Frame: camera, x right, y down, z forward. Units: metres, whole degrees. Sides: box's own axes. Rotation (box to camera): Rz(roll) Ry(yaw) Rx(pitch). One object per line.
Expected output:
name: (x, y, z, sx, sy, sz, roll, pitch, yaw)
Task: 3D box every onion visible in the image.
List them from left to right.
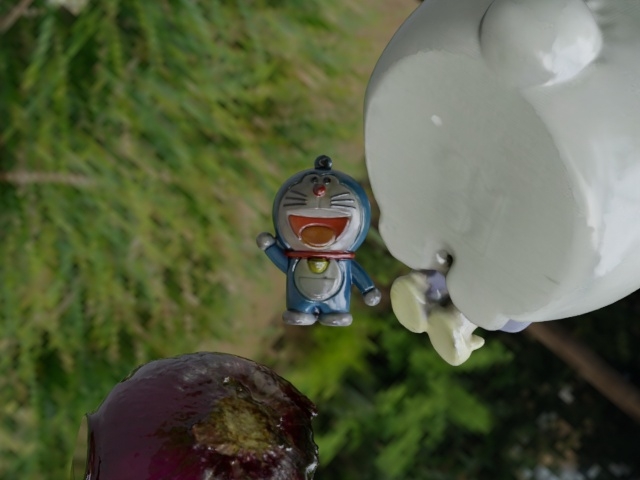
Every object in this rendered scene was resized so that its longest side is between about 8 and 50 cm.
onion: (-0.096, 0.161, 1.143, 0.198, 0.135, 0.173, -54, -151, 30)

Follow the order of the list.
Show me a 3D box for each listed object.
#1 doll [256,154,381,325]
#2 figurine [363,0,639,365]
doll: (0.000, 0.000, 1.704, 0.085, 0.114, 0.152, -22, 116, -88)
figurine: (0.132, -0.057, 0.715, 0.235, 0.127, 0.155, -27, 133, -35)
